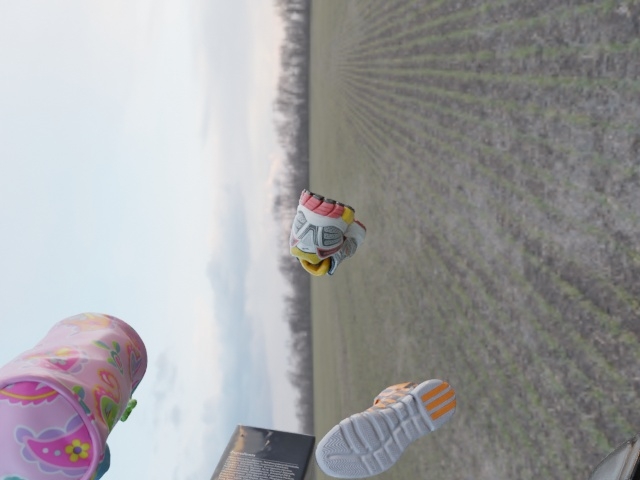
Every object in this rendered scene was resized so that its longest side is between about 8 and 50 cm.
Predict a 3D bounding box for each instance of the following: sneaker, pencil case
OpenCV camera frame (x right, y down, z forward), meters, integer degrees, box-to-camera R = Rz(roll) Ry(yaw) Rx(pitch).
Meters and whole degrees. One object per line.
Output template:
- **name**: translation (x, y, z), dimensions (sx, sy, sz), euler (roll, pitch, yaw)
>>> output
- **sneaker**: translation (0.124, 0.396, 1.528), dimensions (0.124, 0.321, 0.180), euler (67, 162, 5)
- **sneaker**: translation (0.000, 0.000, 0.964), dimensions (0.225, 0.088, 0.092), euler (38, -106, -75)
- **pencil case**: translation (-0.236, 0.147, 0.672), dimensions (0.284, 0.124, 0.124), euler (-138, 48, -81)

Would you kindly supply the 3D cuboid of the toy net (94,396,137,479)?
- **toy net**: translation (-0.314, 0.228, 0.866), dimensions (0.045, 0.232, 0.122), euler (36, -123, -41)

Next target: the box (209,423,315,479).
- **box**: translation (-0.152, 0.670, 1.685), dimensions (0.395, 0.212, 0.293), euler (-65, -21, -67)

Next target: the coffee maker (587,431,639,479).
- **coffee maker**: translation (0.328, 0.263, 0.650), dimensions (0.171, 0.178, 0.120), euler (-30, -27, -58)
